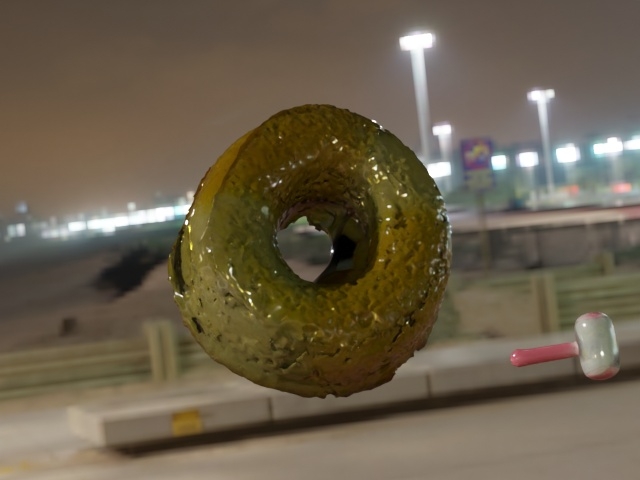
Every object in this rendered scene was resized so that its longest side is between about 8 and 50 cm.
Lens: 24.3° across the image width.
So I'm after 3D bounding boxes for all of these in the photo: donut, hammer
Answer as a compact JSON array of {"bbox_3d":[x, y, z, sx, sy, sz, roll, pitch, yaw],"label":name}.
[{"bbox_3d":[0.000,0.000,1.296,0.272,0.272,0.107,-7,-25,-20],"label":"donut"},{"bbox_3d":[0.189,0.086,1.156,0.083,0.052,0.031,-11,-15,8],"label":"hammer"}]
